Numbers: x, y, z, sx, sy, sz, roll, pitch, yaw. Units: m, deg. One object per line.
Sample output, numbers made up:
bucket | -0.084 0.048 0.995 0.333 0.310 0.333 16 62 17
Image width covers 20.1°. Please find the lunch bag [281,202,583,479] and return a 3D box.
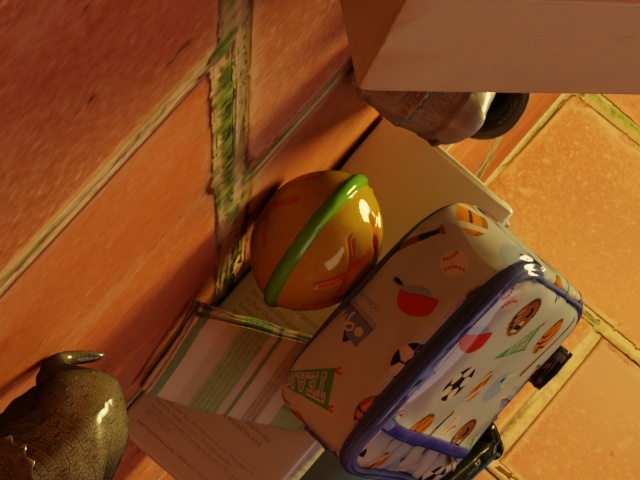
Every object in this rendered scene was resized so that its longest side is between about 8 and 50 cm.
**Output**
lunch bag | 0.097 0.100 1.498 0.243 0.115 0.303 -50 158 3

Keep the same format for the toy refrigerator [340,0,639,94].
toy refrigerator | 0.147 -0.139 0.956 0.269 0.102 0.094 -2 152 -19

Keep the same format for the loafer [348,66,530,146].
loafer | 0.110 -0.124 1.426 0.112 0.111 0.319 -52 173 18

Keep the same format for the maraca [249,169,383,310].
maraca | 0.000 0.000 1.443 0.127 0.099 0.185 -51 174 6

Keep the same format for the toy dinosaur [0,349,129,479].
toy dinosaur | -0.167 0.137 1.022 0.160 0.121 0.313 -38 176 31

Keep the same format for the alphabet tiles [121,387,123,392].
alphabet tiles | -0.251 0.221 1.357 0.284 0.021 0.278 -48 173 -18

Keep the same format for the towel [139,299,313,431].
towel | -0.062 0.106 1.514 0.113 0.152 0.023 -53 -148 36

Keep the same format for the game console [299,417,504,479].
game console | 0.024 0.161 1.820 0.293 0.173 0.250 -5 -160 43

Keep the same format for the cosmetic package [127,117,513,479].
cosmetic package | 0.001 0.080 1.689 0.385 0.156 0.217 -50 174 -6
